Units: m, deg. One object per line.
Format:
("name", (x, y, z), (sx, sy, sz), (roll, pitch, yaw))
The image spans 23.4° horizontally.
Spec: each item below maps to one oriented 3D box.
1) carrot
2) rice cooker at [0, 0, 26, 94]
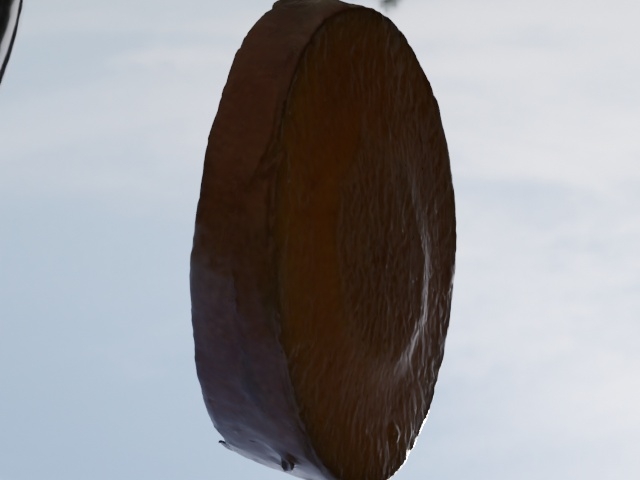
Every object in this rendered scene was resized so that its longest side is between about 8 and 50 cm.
("carrot", (0.000, 0.000, 0.949), (0.100, 0.307, 0.258), (3, -154, 23))
("rice cooker", (-0.231, -0.080, 0.461), (0.267, 0.267, 0.224), (-21, -170, -40))
